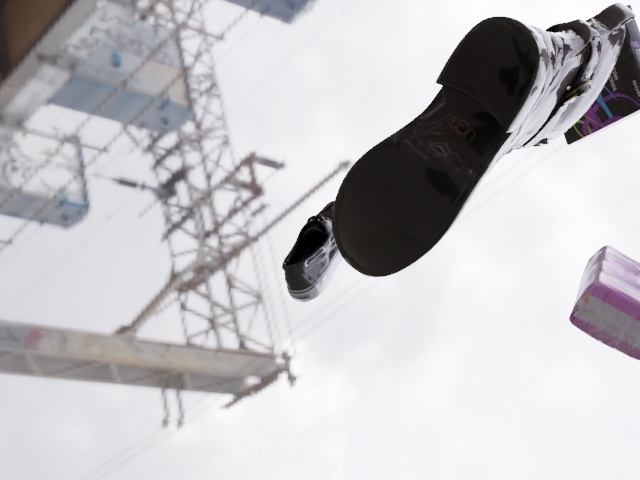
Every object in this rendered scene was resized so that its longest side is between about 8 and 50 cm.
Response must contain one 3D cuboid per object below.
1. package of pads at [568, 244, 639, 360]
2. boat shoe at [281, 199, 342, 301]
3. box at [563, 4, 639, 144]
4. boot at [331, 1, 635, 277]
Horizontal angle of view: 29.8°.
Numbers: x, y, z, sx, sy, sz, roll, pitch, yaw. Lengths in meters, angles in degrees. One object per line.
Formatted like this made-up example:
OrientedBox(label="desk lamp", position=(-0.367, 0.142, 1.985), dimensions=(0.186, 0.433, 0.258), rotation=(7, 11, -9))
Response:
OrientedBox(label="package of pads", position=(0.167, 0.034, 0.664), dimensions=(0.050, 0.083, 0.032), rotation=(32, -69, 6))
OrientedBox(label="boat shoe", position=(0.000, 0.000, 1.130), dimensions=(0.049, 0.040, 0.142), rotation=(-8, -147, 24))
OrientedBox(label="box", position=(0.318, -0.187, 1.381), dimensions=(0.162, 0.029, 0.116), rotation=(-29, -101, 63))
OrientedBox(label="boot", position=(0.143, -0.083, 0.977), dimensions=(0.091, 0.229, 0.263), rotation=(47, -63, 16))
